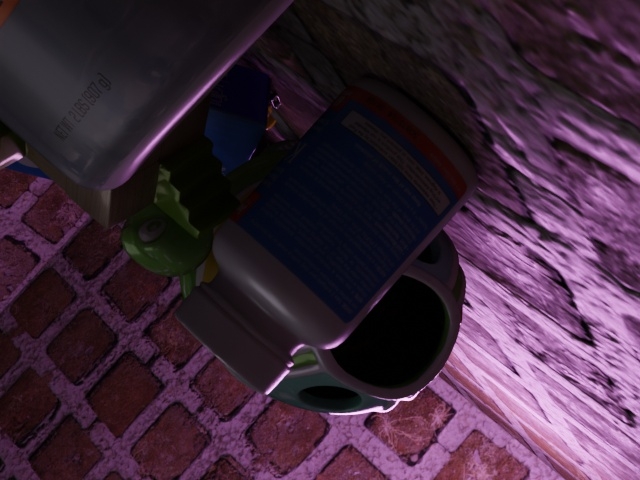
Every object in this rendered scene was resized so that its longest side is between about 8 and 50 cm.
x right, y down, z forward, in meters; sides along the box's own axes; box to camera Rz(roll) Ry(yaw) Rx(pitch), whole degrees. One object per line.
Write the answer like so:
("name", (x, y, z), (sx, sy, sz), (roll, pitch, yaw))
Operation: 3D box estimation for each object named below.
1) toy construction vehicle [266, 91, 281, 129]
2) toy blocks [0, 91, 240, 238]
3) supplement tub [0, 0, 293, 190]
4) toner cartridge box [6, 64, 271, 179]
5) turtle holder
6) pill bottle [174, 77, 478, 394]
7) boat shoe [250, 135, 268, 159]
("toy construction vehicle", (-0.084, -0.160, 1.085), (0.086, 0.035, 0.098), (41, 175, 10))
("toy blocks", (-0.206, -0.198, 0.741), (0.381, 0.191, 0.261), (39, 141, 18))
("supplement tub", (-0.148, -0.189, 0.439), (0.316, 0.193, 0.193), (43, 175, -9))
("toner cartridge box", (-0.238, -0.132, 0.996), (0.348, 0.075, 0.165), (14, 139, -16))
("turtle holder", (-0.006, 0.023, 0.928), (0.320, 0.243, 0.227), (55, 170, -27))
("pill bottle", (0.000, 0.000, 0.748), (0.124, 0.221, 0.124), (41, 174, 5))
("boat shoe", (-0.145, -0.096, 1.295), (0.500, 0.156, 0.186), (40, -153, -55))
